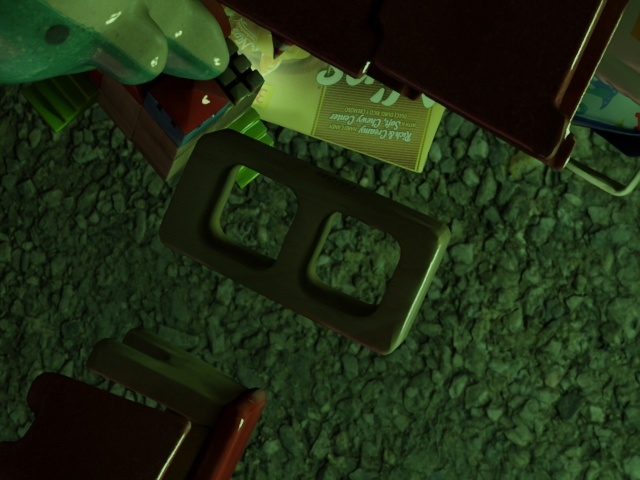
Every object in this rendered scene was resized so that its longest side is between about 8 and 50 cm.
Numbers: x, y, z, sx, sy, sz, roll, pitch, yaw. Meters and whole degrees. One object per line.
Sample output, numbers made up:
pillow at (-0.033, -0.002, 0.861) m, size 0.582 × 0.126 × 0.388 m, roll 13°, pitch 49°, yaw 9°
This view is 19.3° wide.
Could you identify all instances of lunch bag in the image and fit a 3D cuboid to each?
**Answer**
lunch bag at (0.225, -0.121, 1.411) m, size 0.151 × 0.096 × 0.129 m, roll 13°, pitch -166°, yaw -15°

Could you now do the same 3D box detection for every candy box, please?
candy box at (-0.004, -0.196, 1.842) m, size 0.316 × 0.183 × 0.087 m, roll 16°, pitch -173°, yaw -40°

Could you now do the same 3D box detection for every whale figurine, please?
whale figurine at (-0.176, -0.160, 1.229) m, size 0.216 × 0.141 × 0.272 m, roll 50°, pitch -166°, yaw 29°

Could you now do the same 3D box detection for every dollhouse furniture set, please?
dollhouse furniture set at (0.000, 0.000, 0.778) m, size 0.152 × 0.374 × 0.201 m, roll 26°, pitch -173°, yaw 8°

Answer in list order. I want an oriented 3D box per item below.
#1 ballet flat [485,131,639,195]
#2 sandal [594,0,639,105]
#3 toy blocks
ballet flat at (0.323, -0.092, 1.721) m, size 0.409 × 0.147 × 0.147 m, roll 21°, pitch -175°, yaw 20°
sandal at (0.227, -0.090, 1.009) m, size 0.265 × 0.076 × 0.102 m, roll 33°, pitch -158°, yaw 1°
toy blocks at (-0.174, -0.210, 1.570) m, size 0.381 × 0.190 × 0.261 m, roll 50°, pitch 167°, yaw 1°
